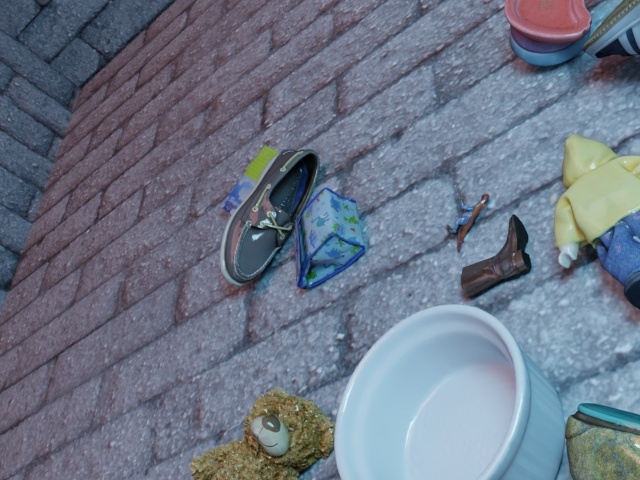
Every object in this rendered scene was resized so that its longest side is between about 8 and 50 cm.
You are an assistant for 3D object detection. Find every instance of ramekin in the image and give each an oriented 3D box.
[{"bbox_3d":[0.163,0.230,0.961,0.277,0.135,0.277,-31,39,29],"label":"ramekin"}]

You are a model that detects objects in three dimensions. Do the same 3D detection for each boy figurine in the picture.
[{"bbox_3d":[0.374,-0.034,0.992,0.177,0.092,0.285,-40,34,19],"label":"boy figurine"}]

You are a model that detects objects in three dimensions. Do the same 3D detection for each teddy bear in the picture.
[{"bbox_3d":[-0.116,0.385,1.182,0.338,0.113,0.245,-47,35,8],"label":"teddy bear"}]

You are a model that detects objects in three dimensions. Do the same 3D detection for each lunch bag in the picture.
[{"bbox_3d":[0.000,0.000,1.426,0.151,0.096,0.129,-47,33,35],"label":"lunch bag"}]

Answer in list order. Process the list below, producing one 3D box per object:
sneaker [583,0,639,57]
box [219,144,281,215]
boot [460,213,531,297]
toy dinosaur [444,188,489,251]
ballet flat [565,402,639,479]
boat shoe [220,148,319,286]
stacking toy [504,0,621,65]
[{"bbox_3d":[0.470,-0.274,1.027,0.099,0.153,0.282,-50,1,-10],"label":"sneaker"},{"bbox_3d":[-0.147,-0.128,1.765,0.178,0.042,0.109,-54,32,-2],"label":"box"},{"bbox_3d":[0.251,0.024,1.143,0.114,0.037,0.106,-32,35,36],"label":"boot"},{"bbox_3d":[0.239,-0.037,1.228,0.082,0.047,0.090,-30,72,18],"label":"toy dinosaur"},{"bbox_3d":[0.386,0.236,0.719,0.348,0.123,0.123,1,60,51],"label":"ballet flat"},{"bbox_3d":[-0.097,-0.054,1.573,0.097,0.116,0.324,-10,46,50],"label":"boat shoe"},{"bbox_3d":[0.462,-0.416,1.279,0.279,0.130,0.309,13,70,27],"label":"stacking toy"}]
